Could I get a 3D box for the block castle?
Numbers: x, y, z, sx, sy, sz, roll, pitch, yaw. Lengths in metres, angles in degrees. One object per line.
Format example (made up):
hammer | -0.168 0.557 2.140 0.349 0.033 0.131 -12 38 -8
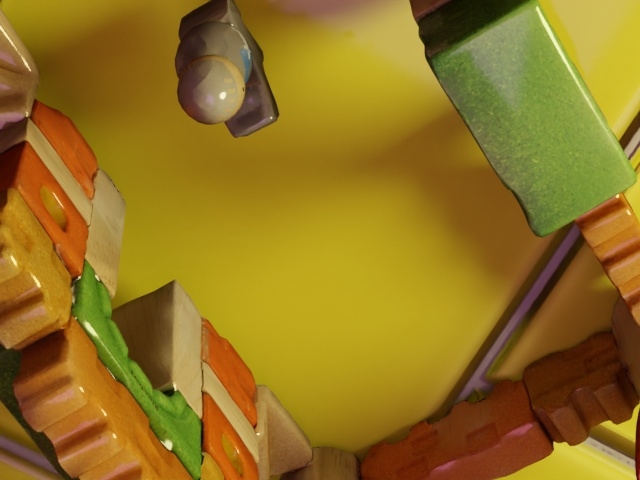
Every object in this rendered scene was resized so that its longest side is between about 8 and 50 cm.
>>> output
block castle | 0.000 0.000 0.742 0.303 0.213 0.453 -28 115 11
